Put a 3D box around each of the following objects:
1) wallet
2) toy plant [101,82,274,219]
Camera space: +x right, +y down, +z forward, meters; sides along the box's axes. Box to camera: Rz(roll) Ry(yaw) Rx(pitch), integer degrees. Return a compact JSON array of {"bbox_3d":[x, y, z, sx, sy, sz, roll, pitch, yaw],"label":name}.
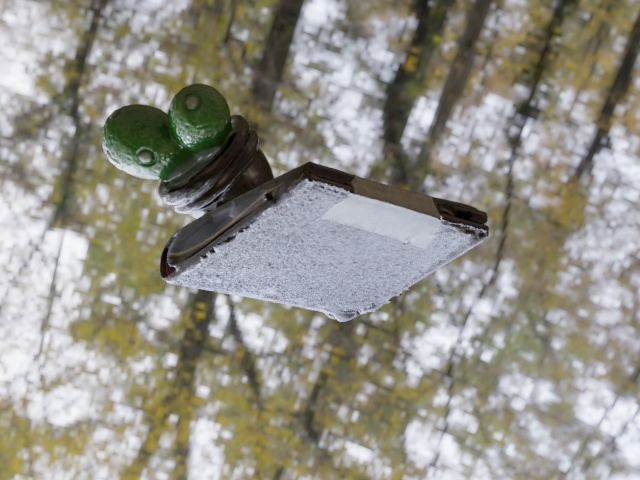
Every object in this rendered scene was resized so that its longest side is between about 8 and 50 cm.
[{"bbox_3d":[0.000,0.000,1.385,0.221,0.262,0.071,16,-117,-32],"label":"wallet"},{"bbox_3d":[-0.191,-0.129,2.116,0.235,0.218,0.175,47,-141,-22],"label":"toy plant"}]
